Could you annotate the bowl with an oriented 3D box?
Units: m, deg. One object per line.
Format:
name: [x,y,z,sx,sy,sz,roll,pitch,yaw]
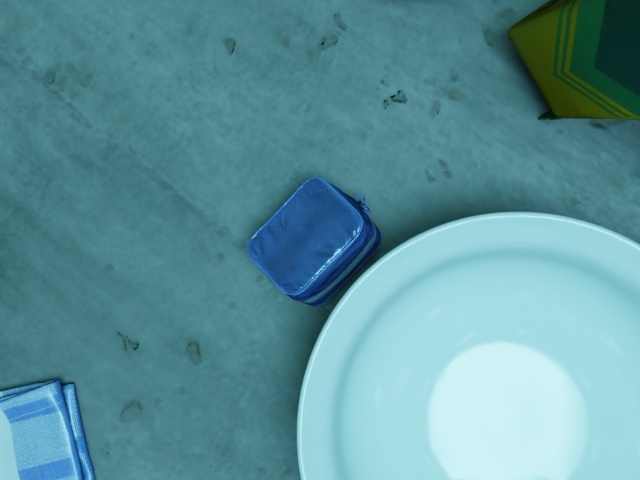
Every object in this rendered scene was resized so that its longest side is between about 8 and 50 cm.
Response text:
bowl: [0.139,0.134,0.558,0.297,0.134,0.298,-1,84,8]

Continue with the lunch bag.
lunch bag: [0.000,0.000,0.620,0.098,0.065,0.067,-44,68,4]

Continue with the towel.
towel: [-0.326,0.244,0.664,0.284,0.034,0.209,-13,87,6]

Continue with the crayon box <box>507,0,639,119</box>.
crayon box: [0.240,-0.158,0.463,0.203,0.323,0.083,-33,97,4]
